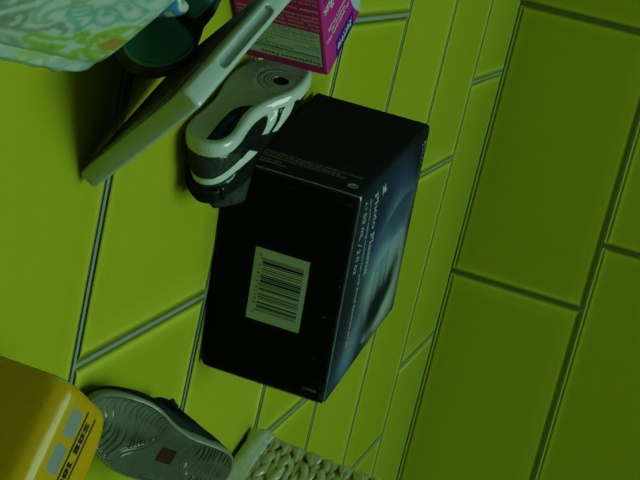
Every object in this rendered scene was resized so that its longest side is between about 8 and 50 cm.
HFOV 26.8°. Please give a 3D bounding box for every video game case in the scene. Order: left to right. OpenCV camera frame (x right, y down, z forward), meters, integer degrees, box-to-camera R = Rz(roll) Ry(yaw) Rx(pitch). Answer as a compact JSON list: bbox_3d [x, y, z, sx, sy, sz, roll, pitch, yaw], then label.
[{"bbox_3d":[-0.119,-0.145,1.218,0.201,0.023,0.183,-29,-159,50],"label":"video game case"}]

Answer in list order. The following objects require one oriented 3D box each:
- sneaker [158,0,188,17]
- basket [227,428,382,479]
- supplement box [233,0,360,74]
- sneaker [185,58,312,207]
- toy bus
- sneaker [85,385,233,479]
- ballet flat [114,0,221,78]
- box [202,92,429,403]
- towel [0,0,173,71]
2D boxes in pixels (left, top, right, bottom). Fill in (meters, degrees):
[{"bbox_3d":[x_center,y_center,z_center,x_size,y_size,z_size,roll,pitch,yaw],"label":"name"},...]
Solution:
[{"bbox_3d":[-0.126,-0.288,1.173,0.080,0.081,0.211,31,76,-73],"label":"sneaker"},{"bbox_3d":[-0.054,0.525,1.978,0.328,0.267,0.331,-57,160,-48],"label":"basket"},{"bbox_3d":[-0.029,-0.298,1.451,0.220,0.114,0.111,85,25,-58],"label":"supplement box"},{"bbox_3d":[-0.088,-0.116,1.527,0.217,0.079,0.121,-45,152,-44],"label":"sneaker"},{"bbox_3d":[-0.300,0.271,1.121,0.130,0.108,0.332,71,39,-65],"label":"toy bus"},{"bbox_3d":[-0.204,0.204,1.479,0.083,0.118,0.222,-53,134,-2],"label":"sneaker"},{"bbox_3d":[-0.145,-0.194,1.242,0.203,0.074,0.074,-63,163,-48],"label":"ballet flat"},{"bbox_3d":[0.000,0.000,1.751,0.294,0.183,0.296,-48,152,-60],"label":"box"},{"bbox_3d":[-0.140,-0.225,0.676,0.374,0.090,0.321,-35,159,32],"label":"towel"}]
